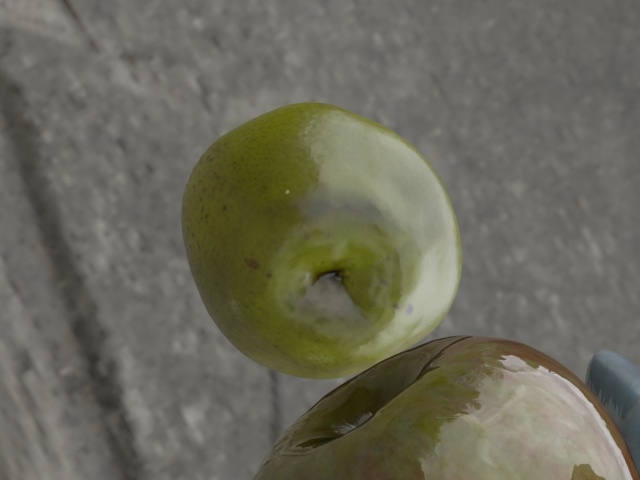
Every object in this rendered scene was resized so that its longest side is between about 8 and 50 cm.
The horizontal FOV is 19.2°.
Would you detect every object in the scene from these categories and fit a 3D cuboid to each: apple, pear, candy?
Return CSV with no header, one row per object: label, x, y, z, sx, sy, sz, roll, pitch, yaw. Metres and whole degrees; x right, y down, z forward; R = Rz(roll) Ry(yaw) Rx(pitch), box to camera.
apple,0.085,0.192,1.177,0.234,0.257,0.257,53,22,-9
pear,0.000,0.000,1.889,0.294,0.294,0.294,48,24,-30
candy,0.275,0.173,1.608,0.174,0.071,0.138,-126,-164,-78
